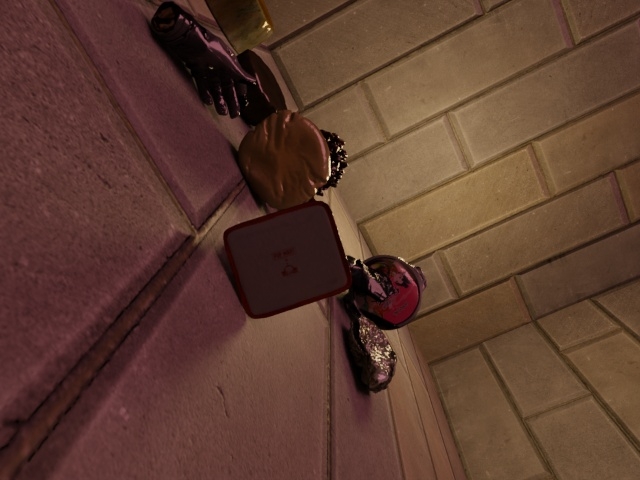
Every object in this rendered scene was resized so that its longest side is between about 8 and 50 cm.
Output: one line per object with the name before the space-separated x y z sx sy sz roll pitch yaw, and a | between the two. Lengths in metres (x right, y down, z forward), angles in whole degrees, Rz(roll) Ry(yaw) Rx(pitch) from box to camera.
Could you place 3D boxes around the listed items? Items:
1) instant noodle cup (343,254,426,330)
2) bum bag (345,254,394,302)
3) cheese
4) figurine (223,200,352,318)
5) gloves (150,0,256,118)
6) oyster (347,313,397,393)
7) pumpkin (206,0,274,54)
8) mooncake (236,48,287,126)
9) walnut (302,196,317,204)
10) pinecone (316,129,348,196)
instant noodle cup | 0.213 0.196 1.695 0.181 0.302 0.259 114 -35 -73
bum bag | 0.108 0.102 1.545 0.310 0.074 0.137 28 36 -5
cheese | -0.082 -0.196 1.162 0.226 0.214 0.117 57 6 -3
figurine | -0.059 0.030 0.879 0.226 0.183 0.160 -174 -113 -87
gloves | -0.243 -0.393 1.050 0.285 0.142 0.119 55 41 -47
oyster | 0.153 0.333 1.368 0.198 0.112 0.268 56 15 -40
pumpkin | -0.309 -0.913 1.841 0.332 0.199 0.332 59 14 -24
mooncake | -0.204 -0.455 1.442 0.228 0.124 0.228 59 16 -29
walnut | -0.050 -0.076 1.385 0.211 0.087 0.167 57 18 -28
pinecone | -0.005 -0.309 1.825 0.243 0.243 0.257 54 19 -47
